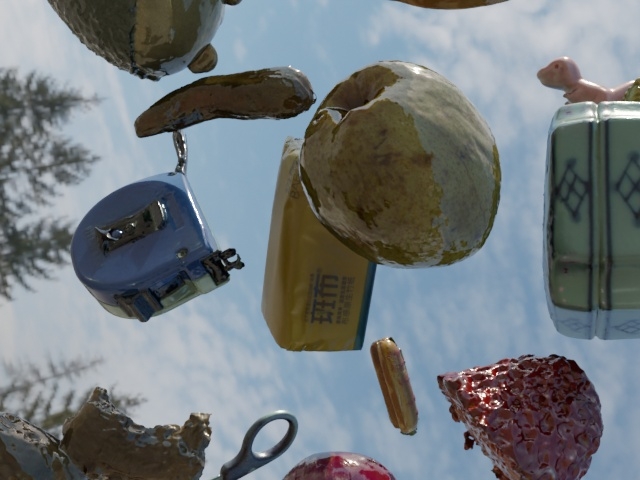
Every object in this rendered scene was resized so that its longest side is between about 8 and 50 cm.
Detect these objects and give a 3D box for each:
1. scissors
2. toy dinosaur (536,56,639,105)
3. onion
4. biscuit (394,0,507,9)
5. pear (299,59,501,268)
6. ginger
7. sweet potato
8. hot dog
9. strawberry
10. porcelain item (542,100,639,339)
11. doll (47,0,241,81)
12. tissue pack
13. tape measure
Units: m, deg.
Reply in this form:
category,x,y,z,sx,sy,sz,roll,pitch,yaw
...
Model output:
category,x,y,z,sx,sy,sz,roll,pitch,yaw
scissors,-0.207,0.424,1.451,0.029,0.383,0.256,36,-51,53
toy dinosaur,0.521,-0.267,1.668,0.194,0.152,0.177,-9,-94,23
onion,0.024,0.354,1.142,0.177,0.153,0.177,4,-73,14
biscuit,0.212,-0.464,1.398,0.351,0.311,0.057,-98,-176,-46
pear,0.078,-0.081,0.920,0.228,0.188,0.211,22,-33,50
ginger,-0.260,0.211,0.903,0.084,0.289,0.122,171,-74,-83
sweet potato,-0.119,-0.174,1.097,0.081,0.232,0.062,-81,160,-62
hot dog,0.186,0.349,2.097,0.250,0.076,0.104,71,-17,-7
strawberry,0.273,0.227,1.117,0.234,0.178,0.234,54,-4,5
porcelain item,0.374,-0.021,1.161,0.286,0.157,0.282,45,46,-67
doll,-0.272,-0.370,1.198,0.349,0.247,0.247,31,-47,20
tissue pack,0.000,0.000,1.217,0.192,0.133,0.271,-126,-138,-72
tape measure,-0.263,-0.040,1.291,0.351,0.215,0.098,62,-2,44
